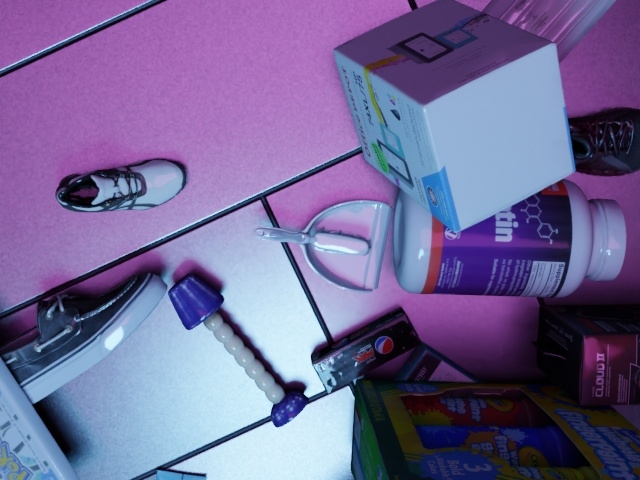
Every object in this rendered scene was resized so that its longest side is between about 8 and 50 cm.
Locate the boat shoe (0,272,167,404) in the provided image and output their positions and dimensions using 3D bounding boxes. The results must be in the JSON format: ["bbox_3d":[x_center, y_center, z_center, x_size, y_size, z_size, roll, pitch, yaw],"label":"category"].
[{"bbox_3d":[-0.388,0.140,1.429,0.335,0.121,0.119,-37,103,4],"label":"boat shoe"}]

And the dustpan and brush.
[{"bbox_3d":[0.000,0.000,1.460,0.211,0.060,0.147,9,98,-4],"label":"dustpan and brush"}]

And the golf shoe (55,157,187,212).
[{"bbox_3d":[-0.299,-0.075,1.419,0.198,0.094,0.077,-13,97,-3],"label":"golf shoe"}]

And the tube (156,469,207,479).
[{"bbox_3d":[-0.238,0.477,1.526,0.080,0.052,0.207,8,92,-9],"label":"tube"}]

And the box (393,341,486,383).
[{"bbox_3d":[0.235,0.271,1.512,0.244,0.060,0.100,34,95,-7],"label":"box"}]

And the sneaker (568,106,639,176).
[{"bbox_3d":[0.411,-0.140,1.411,0.282,0.162,0.106,-4,98,-2],"label":"sneaker"}]

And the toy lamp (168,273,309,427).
[{"bbox_3d":[-0.131,0.169,1.469,0.080,0.080,0.274,-39,97,3],"label":"toy lamp"}]

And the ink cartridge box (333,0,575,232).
[{"bbox_3d":[0.178,-0.182,1.299,0.197,0.270,0.198,-27,124,-11],"label":"ink cartridge box"}]

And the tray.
[{"bbox_3d":[0.332,-0.336,1.446,0.145,0.030,0.270,41,94,-7],"label":"tray"}]

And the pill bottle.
[{"bbox_3d":[0.276,-0.006,1.414,0.323,0.181,0.181,1,98,-4],"label":"pill bottle"}]

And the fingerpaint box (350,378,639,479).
[{"bbox_3d":[0.244,0.318,1.264,0.371,0.445,0.163,2,98,-3],"label":"fingerpaint box"}]

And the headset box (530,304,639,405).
[{"bbox_3d":[0.472,0.168,1.431,0.294,0.218,0.110,0,97,-3],"label":"headset box"}]

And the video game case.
[{"bbox_3d":[-0.556,0.309,1.441,0.300,0.036,0.329,-27,100,21],"label":"video game case"}]

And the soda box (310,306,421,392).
[{"bbox_3d":[0.071,0.172,1.493,0.169,0.053,0.060,-28,99,2],"label":"soda box"}]
